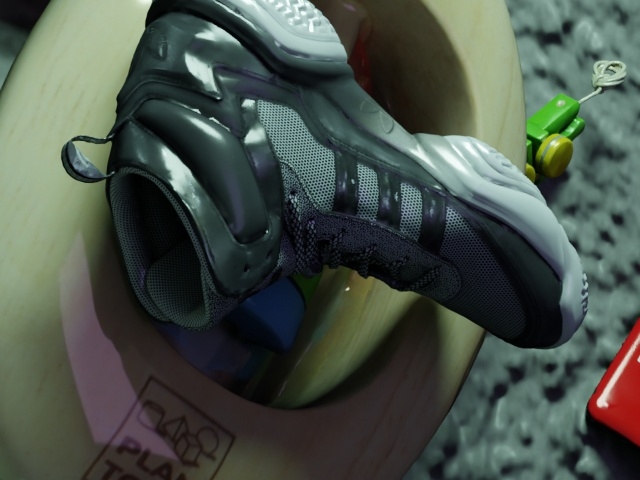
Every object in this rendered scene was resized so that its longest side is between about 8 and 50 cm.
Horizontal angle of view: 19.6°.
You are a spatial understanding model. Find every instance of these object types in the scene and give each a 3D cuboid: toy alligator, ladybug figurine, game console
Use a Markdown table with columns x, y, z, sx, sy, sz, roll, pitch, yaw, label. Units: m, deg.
| x | y | z | sx | sy | sz | roll | pitch | yaw | label |
| --- | --- | --- | --- | --- | --- | --- | --- | --- | --- |
| 0.140 | -0.058 | 1.219 | 0.190 | 0.056 | 0.051 | -33 | 139 | -34 | toy alligator |
| -0.052 | -0.011 | 1.008 | 0.305 | 0.162 | 0.449 | 39 | 61 | -21 | ladybug figurine |
| 0.256 | 0.114 | 1.283 | 0.124 | 0.085 | 0.144 | 31 | 59 | 10 | game console |

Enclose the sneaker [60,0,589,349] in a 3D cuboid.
| x | y | z | sx | sy | sz | roll | pitch | yaw | label |
| --- | --- | --- | --- | --- | --- | --- | --- | --- | --- |
| 0.000 | 0.000 | 0.884 | 0.268 | 0.101 | 0.153 | 40 | 61 | -13 | sneaker |
